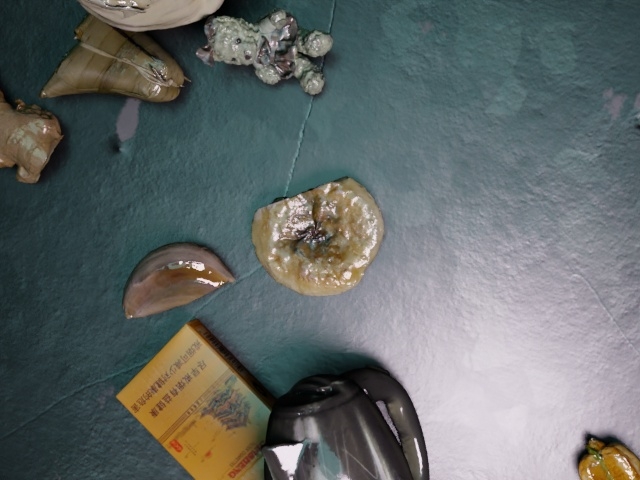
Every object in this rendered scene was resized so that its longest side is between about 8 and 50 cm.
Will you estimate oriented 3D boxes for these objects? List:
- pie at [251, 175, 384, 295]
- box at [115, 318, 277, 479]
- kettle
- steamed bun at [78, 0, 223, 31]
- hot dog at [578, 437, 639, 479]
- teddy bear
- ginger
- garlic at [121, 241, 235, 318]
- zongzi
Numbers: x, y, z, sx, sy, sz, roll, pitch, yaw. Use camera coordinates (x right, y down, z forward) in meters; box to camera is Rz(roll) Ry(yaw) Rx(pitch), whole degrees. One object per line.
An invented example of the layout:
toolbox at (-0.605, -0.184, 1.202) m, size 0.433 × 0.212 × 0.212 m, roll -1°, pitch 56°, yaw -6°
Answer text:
pie at (0.000, 0.000, 1.343) m, size 0.218 × 0.052 × 0.185 m, roll -23°, pitch 94°, yaw 7°
box at (-0.176, 0.287, 1.349) m, size 0.274 × 0.076 × 0.174 m, roll 45°, pitch 96°, yaw 4°
kettle at (0.054, 0.347, 1.237) m, size 0.228 × 0.321 × 0.324 m, roll -9°, pitch 96°, yaw 47°
steamed bun at (-0.282, -0.474, 1.270) m, size 0.346 × 0.237 × 0.394 m, roll 46°, pitch 59°, yaw 0°
hot dog at (0.493, 0.418, 1.292) m, size 0.104 × 0.076 × 0.250 m, roll -35°, pitch 83°, yaw 24°
teddy bear at (-0.088, -0.318, 1.315) m, size 0.213 × 0.111 × 0.133 m, roll 9°, pitch 130°, yaw -12°
ginger at (-0.536, -0.192, 1.381) m, size 0.213 × 0.074 × 0.137 m, roll 37°, pitch 84°, yaw 0°
garlic at (-0.249, 0.060, 1.352) m, size 0.195 × 0.087 × 0.101 m, roll -23°, pitch 101°, yaw 3°
zongzi at (-0.343, -0.261, 1.346) m, size 0.194 × 0.099 × 0.197 m, roll 40°, pitch 92°, yaw 10°
